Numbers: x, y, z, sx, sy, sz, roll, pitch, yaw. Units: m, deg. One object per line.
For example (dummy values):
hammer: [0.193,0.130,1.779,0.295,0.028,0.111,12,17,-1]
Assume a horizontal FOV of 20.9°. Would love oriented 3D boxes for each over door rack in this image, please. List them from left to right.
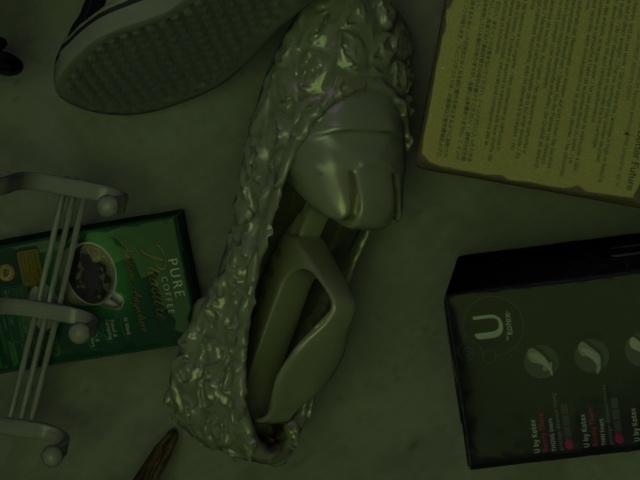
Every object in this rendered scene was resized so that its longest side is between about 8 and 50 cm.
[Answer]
over door rack: [-0.336,0.042,1.381,0.324,0.108,0.239,13,101,-10]

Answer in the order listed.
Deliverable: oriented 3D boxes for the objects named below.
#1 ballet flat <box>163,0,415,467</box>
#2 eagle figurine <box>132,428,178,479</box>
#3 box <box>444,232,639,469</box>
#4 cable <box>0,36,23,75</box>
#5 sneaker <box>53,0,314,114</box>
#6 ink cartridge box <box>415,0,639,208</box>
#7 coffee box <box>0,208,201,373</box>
ballet flat: [0.000,0.000,1.381,0.147,0.147,0.409,21,106,4]
eagle figurine: [-0.070,0.323,1.404,0.298,0.225,0.226,31,91,10]
box: [0.241,0.075,1.351,0.270,0.165,0.143,-8,98,9]
cable: [-0.323,-0.182,1.397,0.184,0.150,0.047,24,70,-7]
sneaker: [-0.092,-0.211,1.363,0.321,0.126,0.127,-28,55,39]
ink cartridge box: [0.188,-0.158,1.360,0.193,0.088,0.235,11,100,5]
coffee box: [-0.194,0.043,1.471,0.184,0.040,0.113,-11,98,10]
